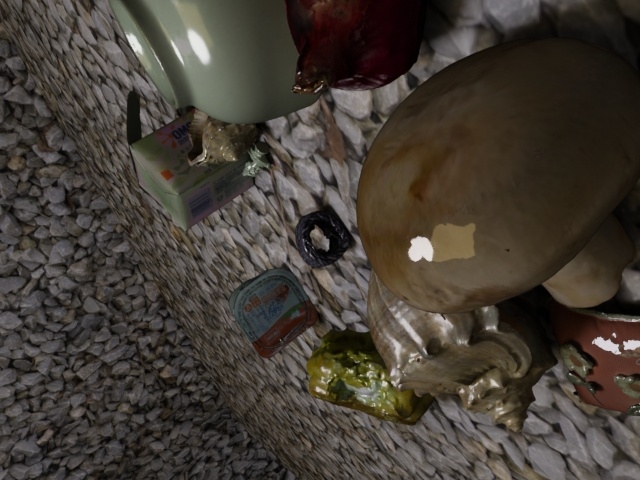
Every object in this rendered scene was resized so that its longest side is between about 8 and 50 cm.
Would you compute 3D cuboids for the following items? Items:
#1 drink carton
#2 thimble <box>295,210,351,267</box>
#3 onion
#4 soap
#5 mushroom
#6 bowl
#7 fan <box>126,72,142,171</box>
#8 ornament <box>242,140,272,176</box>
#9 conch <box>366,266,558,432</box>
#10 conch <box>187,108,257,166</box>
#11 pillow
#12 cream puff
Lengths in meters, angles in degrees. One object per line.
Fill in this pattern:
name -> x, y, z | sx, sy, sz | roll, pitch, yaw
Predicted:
drink carton -> -0.142, 0.169, 1.468 | 0.191, 0.185, 0.189 | 57, 166, -12
thimble -> -0.002, -0.001, 1.079 | 0.104, 0.095, 0.066 | 42, 159, -11
onion -> 0.034, -0.230, 0.589 | 0.139, 0.218, 0.195 | 7, 144, 15
soap -> -0.276, -0.160, 1.220 | 0.182, 0.199, 0.138 | 43, 156, 21
mushroom -> 0.190, -0.030, 0.549 | 0.290, 0.293, 0.292 | 43, 159, -21
bowl -> -0.169, -0.305, 0.789 | 0.354, 0.185, 0.354 | 52, 166, 18
fan -> -0.415, -0.300, 1.272 | 0.182, 0.010, 0.310 | 102, 165, -56
ornament -> -0.128, -0.166, 1.149 | 0.068, 0.041, 0.092 | 33, 138, 28
conch -> 0.155, 0.106, 0.769 | 0.352, 0.210, 0.297 | 44, 176, 21
conch -> -0.206, -0.217, 1.100 | 0.207, 0.155, 0.130 | 59, -179, 32
pillow -> 0.366, 0.152, 0.675 | 0.179, 0.075, 0.172 | 0, 123, 58
cream puff -> 0.104, 0.251, 1.117 | 0.281, 0.185, 0.282 | 18, 160, 7
